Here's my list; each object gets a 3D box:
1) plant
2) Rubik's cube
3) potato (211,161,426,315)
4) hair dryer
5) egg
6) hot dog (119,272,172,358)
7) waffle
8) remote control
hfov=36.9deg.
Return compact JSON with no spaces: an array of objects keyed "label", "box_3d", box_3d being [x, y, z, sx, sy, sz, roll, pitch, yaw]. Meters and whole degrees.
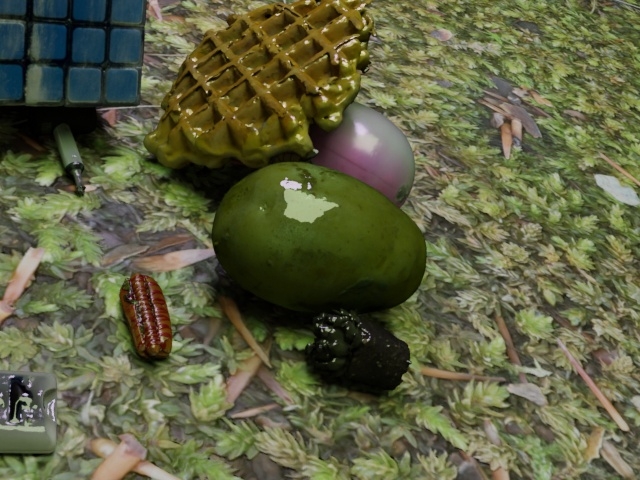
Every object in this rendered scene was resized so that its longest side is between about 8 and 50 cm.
[{"label":"plant","box_3d":[0.048,0.144,1.282,0.143,0.094,0.092,21,25,-8]},{"label":"Rubik's cube","box_3d":[-0.433,-0.349,1.475,0.256,0.258,0.253,-7,22,-35]},{"label":"potato","box_3d":[0.000,0.000,1.347,0.305,0.215,0.215,11,38,-7]},{"label":"hair dryer","box_3d":[-0.383,-0.142,1.477,0.101,0.057,0.197,-4,52,-29]},{"label":"egg","box_3d":[0.027,-0.132,1.535,0.196,0.196,0.271,-12,31,-36]},{"label":"hot dog","box_3d":[-0.227,0.097,1.252,0.062,0.038,0.144,2,41,-24]},{"label":"waffle","box_3d":[-0.092,-0.260,1.526,0.382,0.095,0.379,-7,46,28]},{"label":"remote control","box_3d":[-0.445,0.172,1.042,0.313,0.055,0.109,6,40,-20]}]
